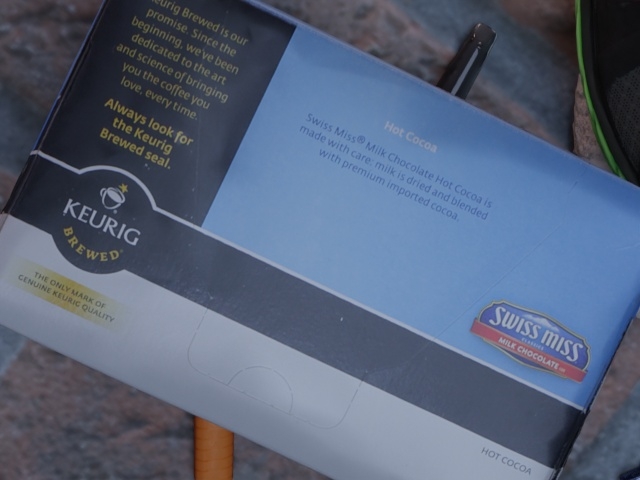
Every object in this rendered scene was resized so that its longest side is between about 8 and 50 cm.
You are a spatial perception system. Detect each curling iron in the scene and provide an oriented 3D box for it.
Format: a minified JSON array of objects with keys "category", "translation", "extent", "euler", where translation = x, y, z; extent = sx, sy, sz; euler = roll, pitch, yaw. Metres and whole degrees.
[{"category":"curling iron","translation":[0.039,-0.040,1.037],"extent":[0.068,0.035,0.274],"euler":[37,94,-16]}]

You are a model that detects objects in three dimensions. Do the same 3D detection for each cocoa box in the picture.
[{"category":"cocoa box","translation":[0.000,0.000,0.906],"extent":[0.347,0.231,0.228],"euler":[25,93,-4]}]

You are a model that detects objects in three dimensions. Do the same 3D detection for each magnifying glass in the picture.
[{"category":"magnifying glass","translation":[-0.079,0.202,1.079],"extent":[0.092,0.026,0.231],"euler":[-1,103,-10]}]

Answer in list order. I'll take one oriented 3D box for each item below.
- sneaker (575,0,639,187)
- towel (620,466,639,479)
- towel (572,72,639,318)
[{"category":"sneaker","translation":[0.259,-0.181,0.928],"extent":[0.185,0.202,0.482],"euler":[-19,96,-8]},{"category":"towel","translation":[0.394,0.214,1.165],"extent":[0.285,0.034,0.209],"euler":[-26,108,-2]},{"category":"towel","translation":[0.318,-0.028,1.085],"extent":[0.282,0.049,0.187],"euler":[1,102,-10]}]
